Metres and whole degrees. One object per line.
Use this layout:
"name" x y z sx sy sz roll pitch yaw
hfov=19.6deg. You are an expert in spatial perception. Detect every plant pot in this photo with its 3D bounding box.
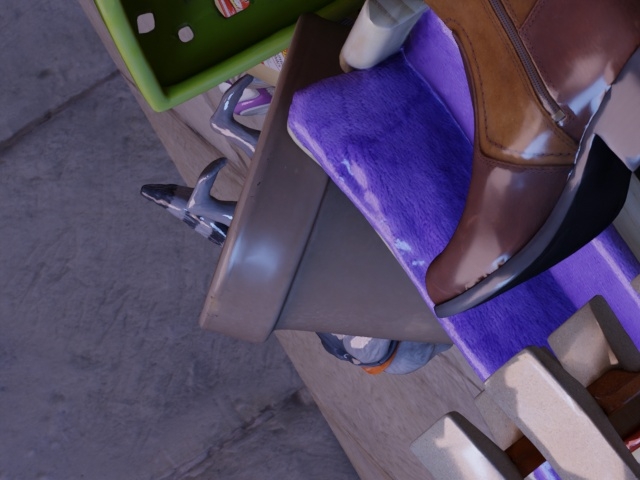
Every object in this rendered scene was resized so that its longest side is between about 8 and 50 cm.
"plant pot" -0.099 -0.272 1.456 0.207 0.227 0.228 59 175 25
"plant pot" 0.049 -0.018 1.449 0.229 0.263 0.263 19 172 -4

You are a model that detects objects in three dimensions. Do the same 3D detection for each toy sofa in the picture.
"toy sofa" 0.142 -0.010 1.250 0.362 0.177 0.150 56 171 2

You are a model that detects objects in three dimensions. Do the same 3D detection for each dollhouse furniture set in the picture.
"dollhouse furniture set" 0.217 0.051 0.911 0.135 0.262 0.259 52 139 8

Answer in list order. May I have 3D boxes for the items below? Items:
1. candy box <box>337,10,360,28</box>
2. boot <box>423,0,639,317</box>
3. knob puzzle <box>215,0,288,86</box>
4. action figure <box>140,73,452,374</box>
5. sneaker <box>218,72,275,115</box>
"candy box" -0.029 -0.253 1.668 0.109 0.053 0.186 41 165 52
"boot" 0.079 -0.120 1.115 0.280 0.096 0.264 52 138 14
"knob puzzle" -0.033 -0.197 1.634 0.213 0.030 0.213 40 159 19
"action figure" 0.000 0.000 1.791 0.330 0.178 0.341 47 -169 -19
"sneaker" -0.060 -0.215 1.903 0.305 0.114 0.152 85 176 -81
